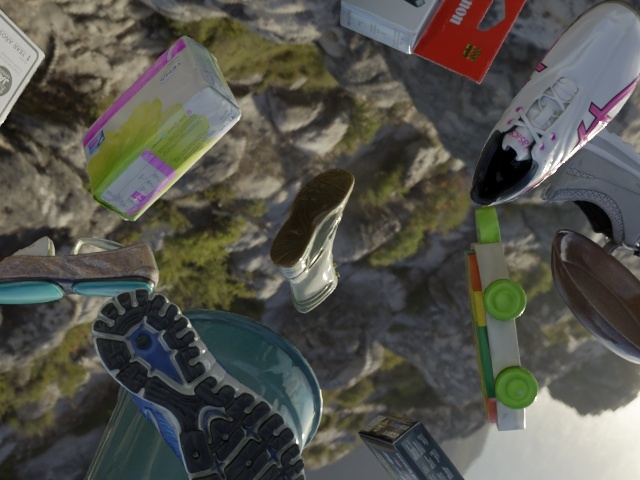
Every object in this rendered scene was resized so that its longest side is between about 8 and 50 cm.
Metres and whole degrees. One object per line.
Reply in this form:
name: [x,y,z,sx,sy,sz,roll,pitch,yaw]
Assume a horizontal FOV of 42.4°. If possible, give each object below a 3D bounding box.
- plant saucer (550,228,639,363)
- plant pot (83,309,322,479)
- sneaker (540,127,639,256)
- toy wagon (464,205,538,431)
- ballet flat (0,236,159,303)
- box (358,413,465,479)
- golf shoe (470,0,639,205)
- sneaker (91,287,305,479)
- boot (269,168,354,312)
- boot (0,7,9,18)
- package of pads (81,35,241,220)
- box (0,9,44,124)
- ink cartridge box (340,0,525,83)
plant saucer: [0.329,0.071,0.940,0.199,0.198,0.036,5,136,-49]
plant pot: [-0.192,0.336,1.242,0.341,0.341,0.334,-56,-172,31]
sneaker: [0.386,-0.022,0.997,0.115,0.281,0.105,-57,-177,-3]
toy wagon: [0.255,0.095,1.213,0.068,0.344,0.267,-8,180,7]
ballet flat: [-0.436,0.048,1.412,0.316,0.106,0.107,-1,155,-9]
box: [0.155,0.340,1.130,0.051,0.220,0.175,-38,-178,-15]
golf shoe: [0.176,-0.092,0.616,0.086,0.067,0.186,-41,165,-42]
sneaker: [-0.136,0.194,0.966,0.130,0.330,0.147,-36,-175,-12]
boot: [0.000,0.000,1.375,0.213,0.077,0.165,-58,151,-26]
boot: [-0.550,-0.334,1.105,0.090,0.207,0.248,-55,180,10]
package of pads: [-0.288,-0.199,1.460,0.296,0.229,0.101,-42,130,12]
box: [-0.375,-0.092,0.673,0.289,0.087,0.169,-64,153,-14]
ink cartridge box: [0.196,-0.401,1.286,0.275,0.239,0.060,-60,168,-22]
